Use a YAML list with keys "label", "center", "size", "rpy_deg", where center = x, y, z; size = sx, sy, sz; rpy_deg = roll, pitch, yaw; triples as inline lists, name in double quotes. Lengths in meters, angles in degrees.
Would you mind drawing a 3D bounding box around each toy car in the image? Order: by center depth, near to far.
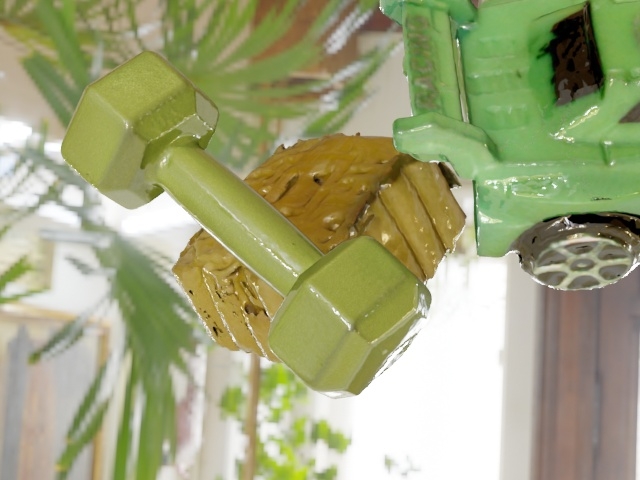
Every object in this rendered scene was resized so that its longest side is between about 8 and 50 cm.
- label: "toy car"
  center: [0.226, -0.095, 1.003]
  size: [0.358, 0.213, 0.176]
  rpy_deg: [-4, 146, 4]

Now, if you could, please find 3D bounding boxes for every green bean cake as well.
- label: "green bean cake"
  center: [0.000, 0.000, 1.339]
  size: [0.224, 0.230, 0.131]
  rpy_deg: [2, 132, 45]

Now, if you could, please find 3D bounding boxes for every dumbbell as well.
- label: "dumbbell"
  center: [-0.058, -0.015, 1.026]
  size: [0.302, 0.108, 0.121]
  rpy_deg: [41, 180, 22]

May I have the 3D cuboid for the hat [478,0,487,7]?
- label: "hat"
  center: [0.256, -0.205, 1.236]
  size: [0.149, 0.245, 0.214]
  rpy_deg: [1, -171, -44]
